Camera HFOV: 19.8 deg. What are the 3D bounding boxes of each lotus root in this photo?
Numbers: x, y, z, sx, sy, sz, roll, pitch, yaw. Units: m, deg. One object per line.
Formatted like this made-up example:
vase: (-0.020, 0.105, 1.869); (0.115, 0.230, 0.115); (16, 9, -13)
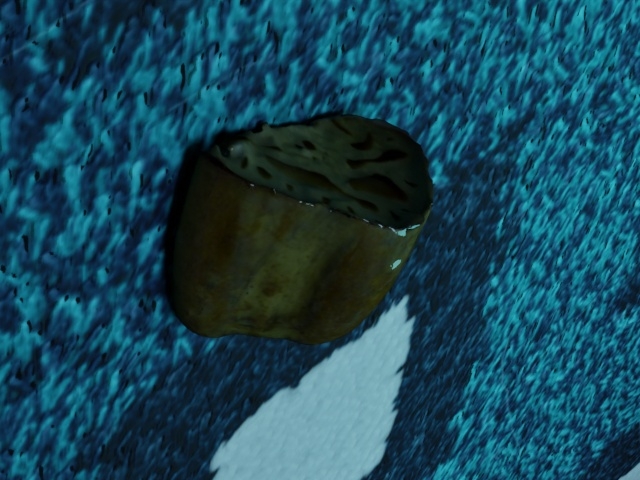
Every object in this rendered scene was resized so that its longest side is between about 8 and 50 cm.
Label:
lotus root: (-0.003, 0.001, 0.984); (0.159, 0.095, 0.135); (-23, 145, -39)
